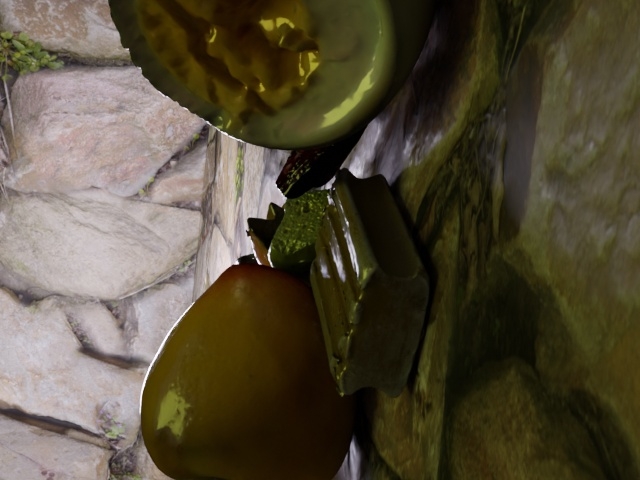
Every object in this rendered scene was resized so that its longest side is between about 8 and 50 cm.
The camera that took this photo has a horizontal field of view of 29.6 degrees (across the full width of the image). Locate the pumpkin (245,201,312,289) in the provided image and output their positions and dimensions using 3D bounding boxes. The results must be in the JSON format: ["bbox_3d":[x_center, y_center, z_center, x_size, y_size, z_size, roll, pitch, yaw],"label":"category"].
[{"bbox_3d":[-0.008,0.054,1.773,0.149,0.130,0.254,32,147,33],"label":"pumpkin"}]

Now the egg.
[{"bbox_3d":[-0.022,-0.332,1.413,0.355,0.354,0.340,107,-173,-45],"label":"egg"}]

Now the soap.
[{"bbox_3d":[0.052,0.045,1.442,0.274,0.089,0.174,-106,24,-62],"label":"soap"}]

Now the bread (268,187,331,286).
[{"bbox_3d":[0.000,0.000,1.653,0.111,0.129,0.114,61,-150,-49],"label":"bread"}]

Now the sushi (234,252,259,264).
[{"bbox_3d":[-0.095,0.131,2.043,0.130,0.124,0.332,102,171,-66],"label":"sushi"}]

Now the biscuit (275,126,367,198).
[{"bbox_3d":[0.011,-0.124,1.568,0.151,0.063,0.235,-44,-1,13],"label":"biscuit"}]

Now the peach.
[{"bbox_3d":[-0.081,0.198,1.604,0.308,0.289,0.289,-65,3,-23],"label":"peach"}]
